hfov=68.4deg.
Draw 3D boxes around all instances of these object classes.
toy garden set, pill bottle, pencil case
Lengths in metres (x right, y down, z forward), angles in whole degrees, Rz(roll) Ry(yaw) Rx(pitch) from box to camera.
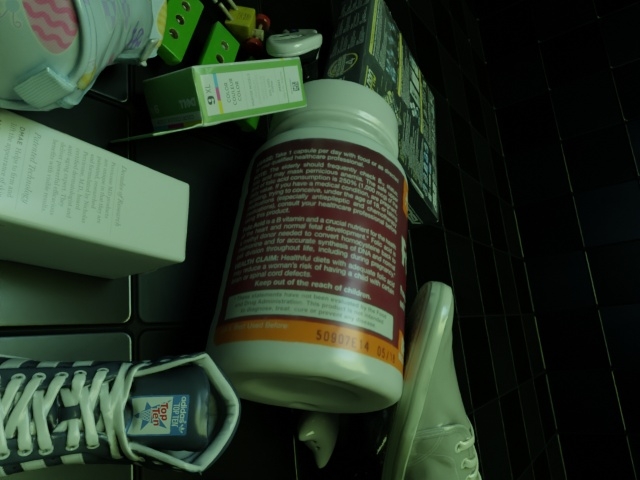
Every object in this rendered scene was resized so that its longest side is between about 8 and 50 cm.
[{"bbox_3d":[-0.165,-0.293,0.639,0.244,0.049,0.204,38,50,-42],"label":"toy garden set"},{"bbox_3d":[0.000,0.000,0.611,0.224,0.224,0.392,38,49,-43],"label":"pill bottle"},{"bbox_3d":[-0.206,-0.191,0.389,0.273,0.113,0.124,-101,-179,-62],"label":"pencil case"}]

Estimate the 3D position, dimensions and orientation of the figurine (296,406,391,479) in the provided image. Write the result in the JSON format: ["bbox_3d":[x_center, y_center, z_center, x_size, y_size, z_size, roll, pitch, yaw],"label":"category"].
[{"bbox_3d":[0.052,0.268,0.722,0.215,0.092,0.209,56,42,-26],"label":"figurine"}]

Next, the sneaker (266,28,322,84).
[{"bbox_3d":[-0.032,-0.262,0.742,0.217,0.079,0.121,-80,169,-62],"label":"sneaker"}]

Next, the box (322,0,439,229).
[{"bbox_3d":[0.134,-0.264,0.939,0.318,0.097,0.395,47,40,-40],"label":"box"}]

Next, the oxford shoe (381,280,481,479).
[{"bbox_3d":[0.147,0.271,0.617,0.169,0.130,0.449,-34,129,-73],"label":"oxford shoe"}]

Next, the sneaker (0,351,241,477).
[{"bbox_3d":[-0.187,0.130,0.349,0.282,0.153,0.099,22,60,-51],"label":"sneaker"}]

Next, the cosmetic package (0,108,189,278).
[{"bbox_3d":[-0.233,-0.033,0.376,0.231,0.117,0.086,20,63,-53],"label":"cosmetic package"}]

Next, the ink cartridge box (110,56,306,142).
[{"bbox_3d":[-0.127,-0.164,0.536,0.209,0.109,0.062,-26,114,-41],"label":"ink cartridge box"}]
